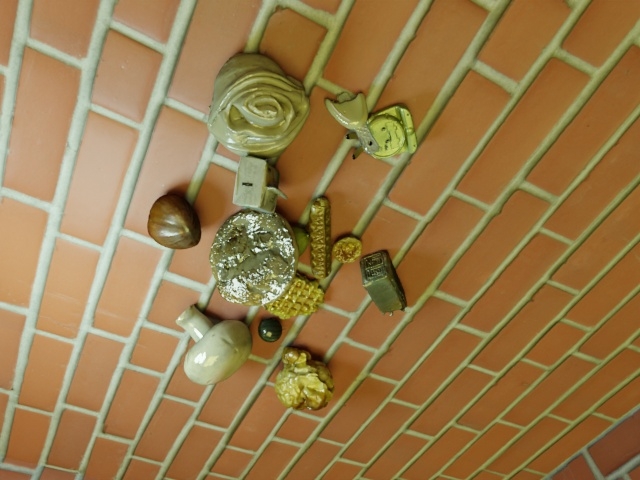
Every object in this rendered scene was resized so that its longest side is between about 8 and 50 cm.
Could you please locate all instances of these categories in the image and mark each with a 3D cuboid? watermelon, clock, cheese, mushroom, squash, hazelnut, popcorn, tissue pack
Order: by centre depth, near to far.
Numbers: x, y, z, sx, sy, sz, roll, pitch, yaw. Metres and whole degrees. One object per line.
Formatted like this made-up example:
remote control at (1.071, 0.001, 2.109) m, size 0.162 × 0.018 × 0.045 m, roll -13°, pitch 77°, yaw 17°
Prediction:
cheese at (0.119, -0.387, 1.563) m, size 0.127 × 0.050 × 0.235 m, roll -27°, pitch 82°, yaw 0°
tissue pack at (-0.186, -0.179, 1.598) m, size 0.145 × 0.229 × 0.159 m, roll 9°, pitch 89°, yaw 6°
clock at (0.207, -0.354, 1.629) m, size 0.231 × 0.069 × 0.170 m, roll -16°, pitch 122°, yaw 9°
hazelnut at (-0.535, -0.059, 1.728) m, size 0.186 × 0.210 × 0.210 m, roll -11°, pitch 123°, yaw 1°
squash at (-0.144, 0.031, 1.838) m, size 0.247 × 0.133 × 0.132 m, roll -41°, pitch 116°, yaw 19°
mushroom at (-0.441, 0.448, 2.004) m, size 0.314 × 0.315 × 0.356 m, roll -18°, pitch 125°, yaw 10°
watermelon at (-0.210, 0.394, 2.090) m, size 0.133 × 0.105 × 0.105 m, roll 8°, pitch 126°, yaw -34°
popcorn at (-0.087, 0.641, 2.194) m, size 0.264 × 0.225 × 0.332 m, roll -31°, pitch 97°, yaw 4°

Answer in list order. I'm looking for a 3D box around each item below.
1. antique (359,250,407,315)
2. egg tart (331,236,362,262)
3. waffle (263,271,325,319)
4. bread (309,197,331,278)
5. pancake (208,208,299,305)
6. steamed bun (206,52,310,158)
antique at (0.267, 0.194, 1.963) m, size 0.125 × 0.150 × 0.284 m, roll -18°, pitch 130°, yaw 15°
egg tart at (0.107, 0.034, 1.887) m, size 0.130 × 0.052 × 0.131 m, roll -4°, pitch 126°, yaw -5°
waffle at (-0.119, 0.229, 1.998) m, size 0.262 × 0.060 × 0.281 m, roll -18°, pitch 130°, yaw 0°
bread at (0.001, 0.000, 1.850) m, size 0.077 × 0.084 × 0.368 m, roll 24°, pitch 132°, yaw 31°
pancake at (-0.247, 0.062, 1.769) m, size 0.386 × 0.082 × 0.388 m, roll -2°, pitch 84°, yaw 24°
steamed bun at (-0.207, -0.399, 1.499) m, size 0.309 × 0.220 × 0.324 m, roll 28°, pitch 117°, yaw -17°
